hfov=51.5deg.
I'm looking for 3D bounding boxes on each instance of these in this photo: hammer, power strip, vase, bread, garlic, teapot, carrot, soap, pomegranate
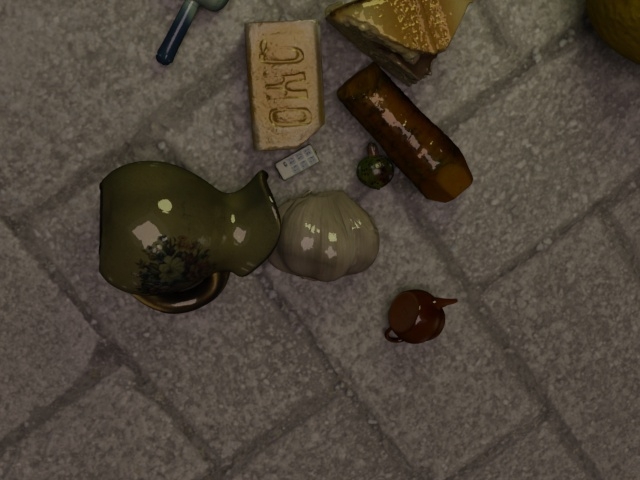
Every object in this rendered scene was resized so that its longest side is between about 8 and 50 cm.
[{"bbox_3d":[-0.246,-0.406,1.196,0.116,0.069,0.194,28,102,-13],"label":"hammer"},{"bbox_3d":[-0.046,-0.152,1.296,0.090,0.016,0.040,-29,104,0],"label":"power strip"},{"bbox_3d":[-0.252,0.012,1.225,0.302,0.241,0.329,1,131,-20],"label":"vase"},{"bbox_3d":[0.151,-0.421,1.178,0.224,0.183,0.211,29,96,-14],"label":"bread"},{"bbox_3d":[0.000,0.000,1.274,0.229,0.143,0.178,-1,104,2],"label":"garlic"},{"bbox_3d":[0.202,0.162,1.355,0.116,0.116,0.173,38,122,-13],"label":"teapot"},{"bbox_3d":[0.165,-0.201,1.264,0.114,0.114,0.302,-44,103,4],"label":"carrot"},{"bbox_3d":[-0.065,-0.287,1.236,0.140,0.073,0.232,-3,103,-2],"label":"soap"},{"bbox_3d":[0.110,-0.143,1.289,0.073,0.073,0.085,17,109,-10],"label":"pomegranate"}]

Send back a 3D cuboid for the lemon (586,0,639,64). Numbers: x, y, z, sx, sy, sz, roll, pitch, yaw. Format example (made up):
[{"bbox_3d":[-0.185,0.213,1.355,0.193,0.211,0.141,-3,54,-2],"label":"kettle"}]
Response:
[{"bbox_3d":[0.652,-0.451,1.138,0.349,0.387,0.350,-9,117,-19],"label":"lemon"}]
